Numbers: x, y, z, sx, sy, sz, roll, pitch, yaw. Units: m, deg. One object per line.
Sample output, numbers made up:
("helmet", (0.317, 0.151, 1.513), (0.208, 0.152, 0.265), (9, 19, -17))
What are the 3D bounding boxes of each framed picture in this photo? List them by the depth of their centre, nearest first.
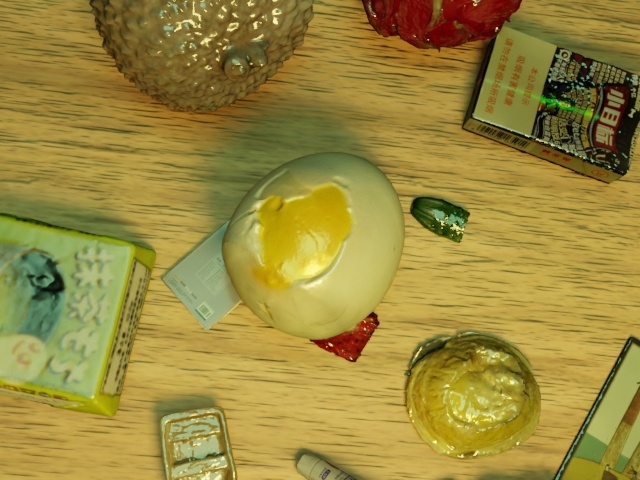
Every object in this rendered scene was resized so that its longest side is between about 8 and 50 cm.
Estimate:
("framed picture", (0.583, 0.371, 1.533), (0.244, 0.013, 0.324), (32, 78, 1))

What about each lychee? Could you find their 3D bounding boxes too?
("lychee", (-0.198, -0.416, 1.438), (0.380, 0.380, 0.432), (-23, 56, -10))

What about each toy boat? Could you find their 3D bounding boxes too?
("toy boat", (-0.199, 0.375, 1.426), (0.116, 0.061, 0.188), (-9, 80, -9))

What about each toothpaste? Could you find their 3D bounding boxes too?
("toothpaste", (0.047, 0.411, 1.409), (0.194, 0.067, 0.043), (24, 118, 29))

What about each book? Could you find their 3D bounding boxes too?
("book", (-0.174, 0.055, 1.516), (0.181, 0.014, 0.127), (-42, 86, -12))

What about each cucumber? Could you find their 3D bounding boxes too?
("cucumber", (0.217, -0.046, 1.567), (0.107, 0.035, 0.067), (22, 79, 1))

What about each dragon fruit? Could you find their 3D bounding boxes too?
("dragon fruit", (0.033, 0.146, 1.494), (0.131, 0.063, 0.097), (25, 77, -1))
("dragon fruit", (0.214, -0.492, 1.523), (0.328, 0.329, 0.330), (1, 79, -6))

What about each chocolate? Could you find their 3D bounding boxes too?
("chocolate", (-0.448, 0.116, 1.413), (0.288, 0.137, 0.301), (12, 78, -4))

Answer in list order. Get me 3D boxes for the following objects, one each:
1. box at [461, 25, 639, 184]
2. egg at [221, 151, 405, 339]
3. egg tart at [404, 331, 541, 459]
("box", (0.440, -0.251, 1.606), (0.310, 0.084, 0.198), (20, 77, -1))
("egg", (0.000, 0.000, 1.407), (0.283, 0.283, 0.345), (39, 54, 3))
("egg tart", (0.269, 0.268, 1.483), (0.252, 0.098, 0.232), (22, 74, 3))
